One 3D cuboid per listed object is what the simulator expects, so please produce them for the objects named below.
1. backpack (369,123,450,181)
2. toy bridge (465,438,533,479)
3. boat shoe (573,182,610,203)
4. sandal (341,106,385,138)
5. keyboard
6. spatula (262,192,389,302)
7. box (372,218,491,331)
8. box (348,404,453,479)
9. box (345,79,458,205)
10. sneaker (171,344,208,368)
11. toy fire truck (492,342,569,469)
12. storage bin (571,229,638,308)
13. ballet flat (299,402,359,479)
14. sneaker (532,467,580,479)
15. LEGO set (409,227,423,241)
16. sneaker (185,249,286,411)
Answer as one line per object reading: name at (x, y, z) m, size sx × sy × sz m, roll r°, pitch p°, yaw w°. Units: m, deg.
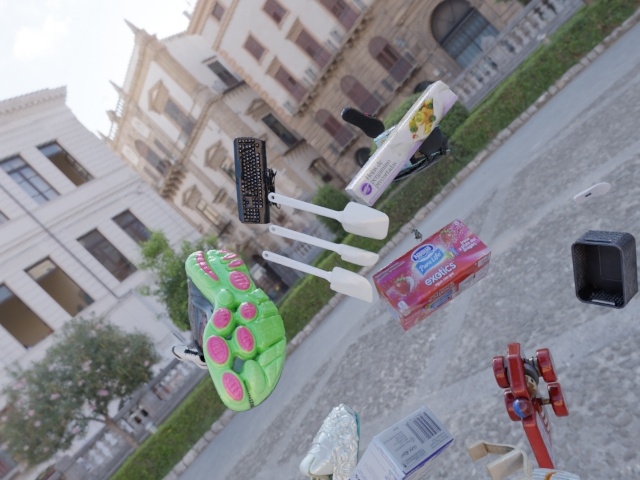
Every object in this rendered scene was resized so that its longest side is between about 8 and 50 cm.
backpack at (0.223, -0.239, 1.268) m, size 0.166 × 0.144 × 0.188 m, roll -30°, pitch -3°, yaw -38°
toy bridge at (0.289, 0.347, 0.728) m, size 0.063 × 0.026 × 0.188 m, roll -24°, pitch -5°, yaw -5°
boat shoe at (0.782, -0.139, 1.359) m, size 0.100 × 0.035 × 0.035 m, roll -32°, pitch 10°, yaw 24°
sandal at (0.144, -0.397, 1.559) m, size 0.067 × 0.179 × 0.040 m, roll -49°, pitch 36°, yaw 28°
keyboard at (-0.143, -0.128, 1.026) m, size 0.100 × 0.192 × 0.038 m, roll 0°, pitch 16°, yaw 11°
spatula at (0.000, 0.000, 0.857) m, size 0.019 × 0.242 × 0.168 m, roll -27°, pitch -50°, yaw -55°
box at (0.265, 0.083, 1.124) m, size 0.257 × 0.122 × 0.128 m, roll -34°, pitch -33°, yaw -6°
box at (0.128, 0.355, 0.758) m, size 0.126 × 0.072 × 0.137 m, roll -13°, pitch -45°, yaw -39°
box at (0.185, -0.221, 1.077) m, size 0.324 × 0.063 × 0.067 m, roll -51°, pitch 11°, yaw -2°
sneaker at (-0.321, 0.286, 1.185) m, size 0.043 × 0.109 × 0.040 m, roll -53°, pitch 17°, yaw 48°
toy fire truck at (0.616, 0.469, 1.375) m, size 0.169 × 0.302 × 0.254 m, roll -18°, pitch 14°, yaw 26°
storage bin at (0.735, 0.073, 1.217) m, size 0.084 × 0.180 × 0.122 m, roll -26°, pitch 21°, yaw -33°
ballet flat at (0.006, 0.608, 1.141) m, size 0.147 × 0.147 × 0.408 m, roll 140°, pitch 140°, yaw -69°
sneaker at (0.426, 0.487, 0.858) m, size 0.084 × 0.083 × 0.215 m, roll -8°, pitch -1°, yaw 34°
LEGO set at (0.296, -0.009, 1.395) m, size 0.023 × 0.083 × 0.054 m, roll -37°, pitch 14°, yaw -5°
sneaker at (-0.204, 0.206, 1.097) m, size 0.483 × 0.185 × 0.202 m, roll -122°, pitch 33°, yaw -52°
